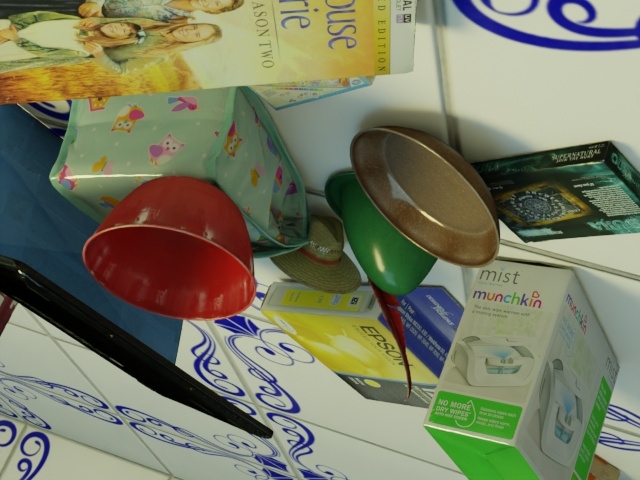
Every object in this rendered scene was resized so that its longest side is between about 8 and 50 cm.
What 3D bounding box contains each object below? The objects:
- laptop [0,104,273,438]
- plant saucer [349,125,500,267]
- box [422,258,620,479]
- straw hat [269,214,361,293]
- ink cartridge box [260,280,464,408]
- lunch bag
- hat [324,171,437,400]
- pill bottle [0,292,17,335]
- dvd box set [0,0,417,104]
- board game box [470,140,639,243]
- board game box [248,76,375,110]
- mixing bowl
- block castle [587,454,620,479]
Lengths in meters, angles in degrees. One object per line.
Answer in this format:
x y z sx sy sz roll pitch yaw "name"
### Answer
-0.243 0.018 1.467 0.382 0.236 0.408 39 163 -33 "laptop"
0.118 -0.054 1.267 0.198 0.036 0.198 35 157 17 "plant saucer"
0.254 0.187 1.458 0.127 0.231 0.262 8 152 33 "box"
0.000 0.000 1.497 0.144 0.144 0.061 25 116 -3 "straw hat"
0.116 0.163 1.747 0.307 0.072 0.303 3 149 43 "ink cartridge box"
-0.149 -0.063 1.388 0.223 0.160 0.262 2 153 22 "lunch bag"
0.069 0.048 1.392 0.208 0.183 0.173 27 157 -7 "hat"
-0.559 0.066 1.753 0.224 0.392 0.224 20 157 9 "pill bottle"
-0.132 -0.223 0.942 0.420 0.062 0.307 -4 154 0 "dvd box set"
0.250 -0.046 1.224 0.186 0.026 0.126 -5 144 48 "board game box"
-0.028 -0.182 1.192 0.103 0.026 0.154 38 153 -31 "board game box"
-0.145 -0.003 1.235 0.181 0.098 0.181 9 147 6 "mixing bowl"
0.396 0.528 1.966 0.453 0.303 0.213 34 156 -21 "block castle"
